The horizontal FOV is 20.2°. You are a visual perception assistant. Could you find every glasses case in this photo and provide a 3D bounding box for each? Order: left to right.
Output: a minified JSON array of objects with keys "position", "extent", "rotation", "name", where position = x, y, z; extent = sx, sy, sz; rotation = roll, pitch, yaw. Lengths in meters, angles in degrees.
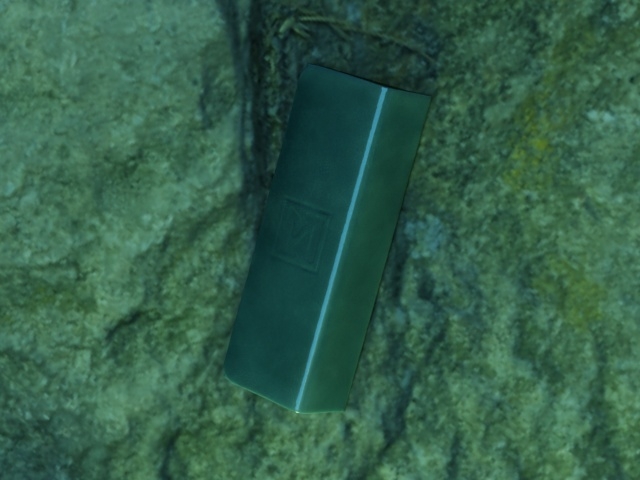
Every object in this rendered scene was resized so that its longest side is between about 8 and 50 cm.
[{"position":[0.000,0.000,1.426],"extent":[0.105,0.056,0.266],"rotation":[17,98,12],"name":"glasses case"}]
